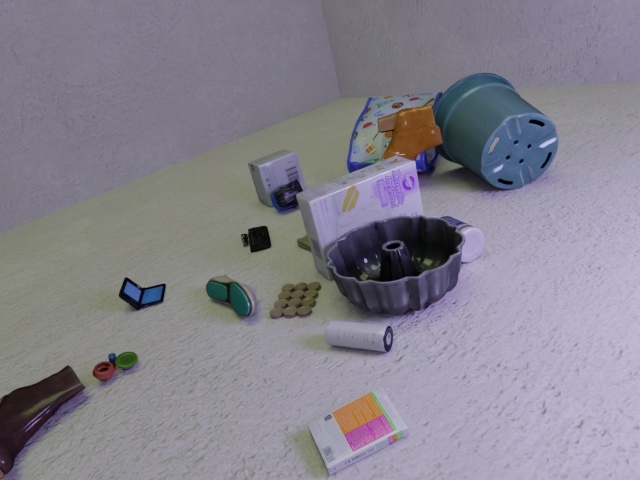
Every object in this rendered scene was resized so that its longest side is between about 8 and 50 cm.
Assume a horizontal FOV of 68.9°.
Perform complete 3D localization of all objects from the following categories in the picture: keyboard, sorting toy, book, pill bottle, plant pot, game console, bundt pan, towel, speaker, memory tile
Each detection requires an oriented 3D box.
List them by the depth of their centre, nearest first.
[{"bbox_3d":[0.061,0.316,0.780,0.144,0.035,0.096,-21,29,-12],"label":"book"},{"bbox_3d":[0.079,0.200,0.982,0.136,0.055,0.055,0,29,29],"label":"speaker"},{"bbox_3d":[-0.486,0.302,1.108,0.102,0.042,0.061,-16,38,-31],"label":"sorting toy"},{"bbox_3d":[0.186,0.063,1.128,0.331,0.124,0.330,-13,25,6],"label":"bundt pan"},{"bbox_3d":[-0.062,0.153,1.208,0.113,0.012,0.148,-7,25,17],"label":"memory tile"},{"bbox_3d":[0.342,-0.013,1.235,0.094,0.094,0.169,-22,26,-15],"label":"pill bottle"},{"bbox_3d":[-0.537,0.149,1.411,0.071,0.107,0.122,-43,25,6],"label":"game console"},{"bbox_3d":[0.000,0.000,1.475,0.110,0.027,0.148,-29,28,-26],"label":"towel"},{"bbox_3d":[0.590,-0.355,1.572,0.342,0.340,0.334,-15,32,-1],"label":"plant pot"},{"bbox_3d":[-0.229,-0.015,1.620,0.100,0.038,0.192,-17,24,-5],"label":"keyboard"}]

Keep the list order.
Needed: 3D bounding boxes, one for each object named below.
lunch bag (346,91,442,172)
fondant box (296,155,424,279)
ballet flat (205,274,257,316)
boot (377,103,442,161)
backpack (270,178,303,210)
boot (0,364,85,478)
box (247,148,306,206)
[{"bbox_3d":[0.309,-0.400,1.883,0.328,0.238,0.385,1,45,27],"label":"lunch bag"},{"bbox_3d":[0.122,-0.067,1.298,0.331,0.238,0.096,-24,26,-18],"label":"fondant box"},{"bbox_3d":[-0.221,0.140,1.253,0.086,0.086,0.249,-31,29,-31],"label":"ballet flat"},{"bbox_3d":[0.323,-0.317,1.642,0.212,0.294,0.104,-6,12,20],"label":"boot"},{"bbox_3d":[-0.132,-0.165,1.816,0.120,0.097,0.101,-26,-2,-23],"label":"backpack"},{"bbox_3d":[-0.601,0.361,0.974,0.207,0.090,0.249,-32,26,-28],"label":"boot"},{"bbox_3d":[-0.177,-0.262,1.934,0.182,0.180,0.119,-26,27,-21],"label":"box"}]
